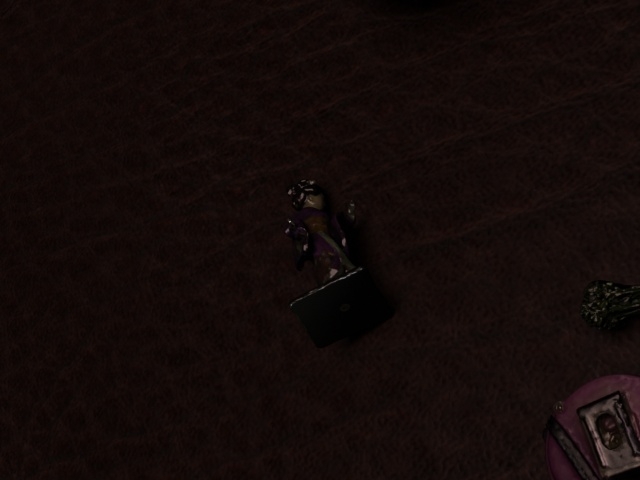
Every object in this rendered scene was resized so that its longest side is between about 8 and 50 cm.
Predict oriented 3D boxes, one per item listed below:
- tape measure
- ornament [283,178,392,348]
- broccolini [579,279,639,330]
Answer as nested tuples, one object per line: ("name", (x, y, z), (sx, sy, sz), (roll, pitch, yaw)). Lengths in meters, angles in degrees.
("tape measure", (0.226, 0.163, 0.762), (0.118, 0.074, 0.125), (-32, 53, 24))
("ornament", (0.008, -0.001, 1.039), (0.081, 0.088, 0.203), (-20, 43, 10))
("broccolini", (0.301, 0.031, 0.787), (0.218, 0.042, 0.044), (-17, 60, 33))
